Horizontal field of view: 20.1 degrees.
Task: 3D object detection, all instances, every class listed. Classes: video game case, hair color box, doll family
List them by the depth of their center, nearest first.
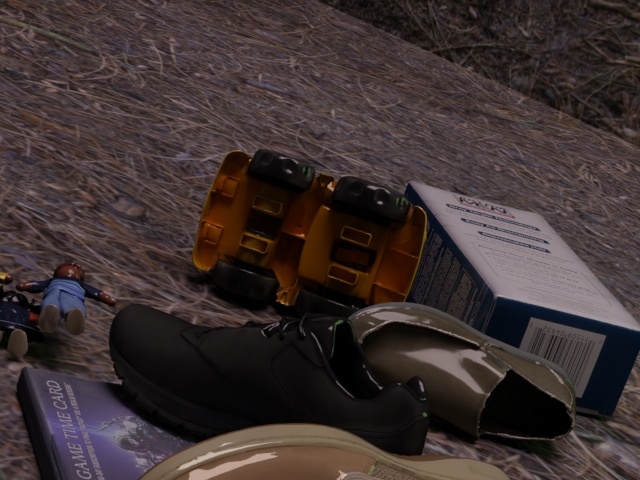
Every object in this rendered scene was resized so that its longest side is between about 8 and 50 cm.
[{"bbox_3d":[-0.086,0.171,1.379,0.274,0.026,0.196,12,18,-22],"label":"video game case"},{"bbox_3d":[-0.271,0.043,1.508,0.193,0.076,0.111,22,11,-11],"label":"doll family"},{"bbox_3d":[0.197,0.056,1.928,0.174,0.105,0.347,15,17,-17],"label":"hair color box"}]

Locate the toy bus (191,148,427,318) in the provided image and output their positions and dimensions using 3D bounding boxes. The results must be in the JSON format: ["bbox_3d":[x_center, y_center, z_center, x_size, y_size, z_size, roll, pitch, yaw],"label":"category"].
[{"bbox_3d":[0.000,0.000,1.850,0.220,0.149,0.211,19,3,7],"label":"toy bus"}]

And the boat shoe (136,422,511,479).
[{"bbox_3d":[0.022,0.205,1.217,0.341,0.122,0.110,7,37,-35],"label":"boat shoe"}]

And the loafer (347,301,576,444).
[{"bbox_3d":[0.131,0.125,1.649,0.251,0.094,0.087,15,13,-17],"label":"loafer"}]

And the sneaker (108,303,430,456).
[{"bbox_3d":[-0.035,0.103,1.386,0.286,0.130,0.109,25,19,22],"label":"sneaker"}]
